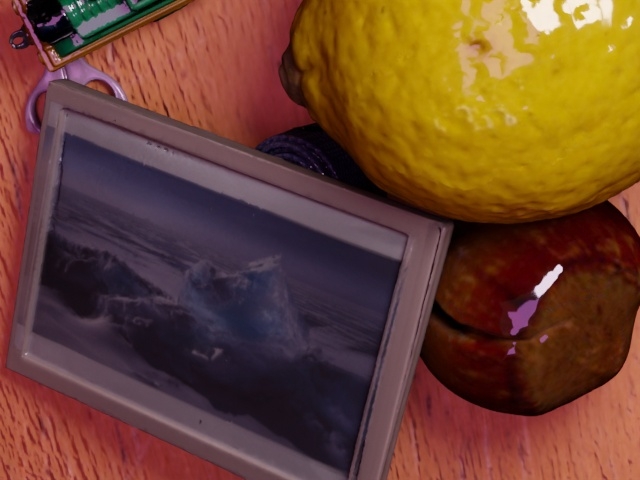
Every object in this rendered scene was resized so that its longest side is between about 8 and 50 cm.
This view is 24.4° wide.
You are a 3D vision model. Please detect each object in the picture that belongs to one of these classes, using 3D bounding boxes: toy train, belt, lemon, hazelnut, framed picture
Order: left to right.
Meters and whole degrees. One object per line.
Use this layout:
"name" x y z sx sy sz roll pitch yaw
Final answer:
"toy train" -0.201 -0.242 1.423 0.227 0.136 0.091 -26 97 0
"framed picture" -0.108 0.060 1.443 0.446 0.028 0.326 21 110 23
"belt" 0.000 0.000 1.461 0.139 0.126 0.230 3 104 32
"lemon" 0.153 -0.184 1.294 0.387 0.350 0.350 -19 99 5
"hazelnut" 0.200 0.057 1.423 0.234 0.218 0.218 -42 94 -6

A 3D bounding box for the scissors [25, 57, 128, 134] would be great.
"scissors" -0.265 -0.201 1.503 0.110 0.021 0.212 -11 101 7
